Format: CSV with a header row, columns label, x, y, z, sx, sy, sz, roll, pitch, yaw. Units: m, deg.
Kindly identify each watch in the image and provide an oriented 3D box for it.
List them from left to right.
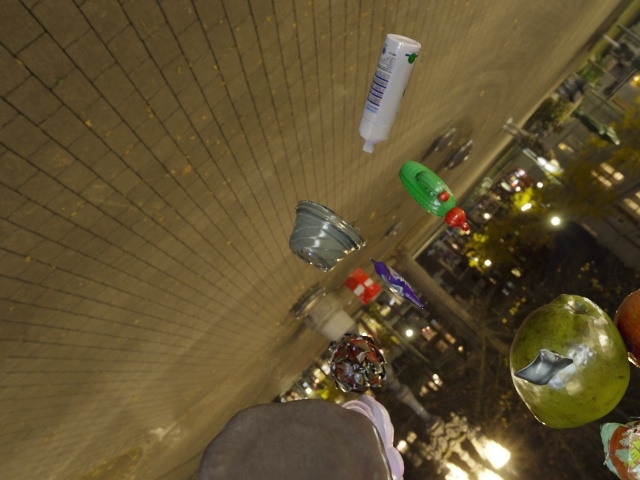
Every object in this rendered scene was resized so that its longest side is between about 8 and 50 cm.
label,x,y,z,sx,sy,sz,roll,pitch,yaw
watch,0.084,0.569,1.323,0.218,0.248,0.211,0,162,-38

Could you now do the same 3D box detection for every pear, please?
label,x,y,z,sx,sy,sz,roll,pitch,yaw
pear,0.776,0.385,1.494,0.352,0.352,0.413,-25,117,-61

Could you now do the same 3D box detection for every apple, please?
label,x,y,z,sx,sy,sz,roll,pitch,yaw
apple,1.000,0.285,1.461,0.163,0.251,0.293,-21,139,-7

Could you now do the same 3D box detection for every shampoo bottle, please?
label,x,y,z,sx,sy,sz,roll,pitch,yaw
shampoo bottle,0.168,-0.368,1.243,0.092,0.092,0.303,-32,146,-49

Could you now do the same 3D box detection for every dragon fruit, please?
label,x,y,z,sx,sy,sz,roll,pitch,yaw
dragon fruit,0.104,0.359,1.392,0.182,0.182,0.188,-50,-173,20

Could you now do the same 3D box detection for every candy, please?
label,x,y,z,sx,sy,sz,roll,pitch,yaw
candy,0.307,0.174,1.895,0.070,0.275,0.145,-45,-158,0

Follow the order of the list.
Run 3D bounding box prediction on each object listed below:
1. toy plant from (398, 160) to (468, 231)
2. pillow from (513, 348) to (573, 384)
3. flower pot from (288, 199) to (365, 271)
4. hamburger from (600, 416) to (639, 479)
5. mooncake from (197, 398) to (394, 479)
label,x,y,z,sx,sy,sz,roll,pitch,yaw
toy plant,0.303,-0.128,1.287,0.088,0.240,0.154,-38,133,-1
pillow,0.574,0.329,1.230,0.091,0.055,0.135,4,132,-26
flower pot,0.000,0.000,1.379,0.140,0.235,0.235,-59,172,-12
hamburger,0.999,0.666,1.450,0.261,0.276,0.150,-19,172,2
mooncake,-0.035,0.394,0.741,0.306,0.306,0.154,-38,142,-32
